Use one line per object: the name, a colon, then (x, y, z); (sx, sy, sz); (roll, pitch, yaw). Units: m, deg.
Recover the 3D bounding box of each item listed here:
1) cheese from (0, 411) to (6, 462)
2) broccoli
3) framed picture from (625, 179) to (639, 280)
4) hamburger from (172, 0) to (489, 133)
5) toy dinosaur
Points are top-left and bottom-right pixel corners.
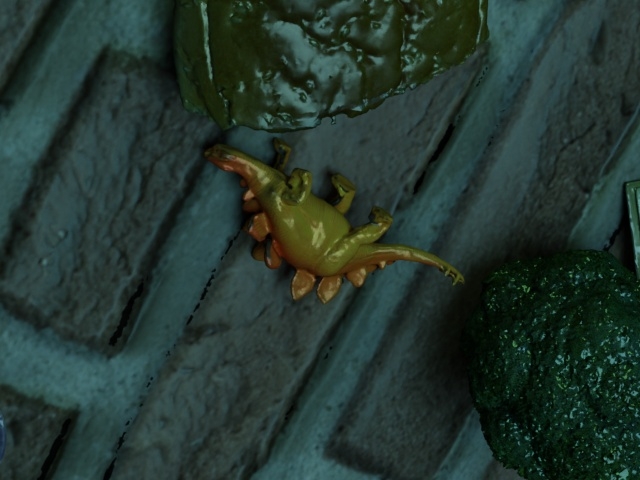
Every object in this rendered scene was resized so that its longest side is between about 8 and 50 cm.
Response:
cheese: (-0.334, 0.206, 1.431); (0.105, 0.042, 0.191); (6, 108, -26)
broccoli: (0.260, 0.138, 1.594); (0.270, 0.270, 0.270); (-22, 152, -17)
framed picture: (0.437, 0.069, 1.707); (0.232, 0.019, 0.296); (-10, 94, -22)
hamburger: (0.012, -0.227, 1.386); (0.308, 0.132, 0.211); (-19, 118, -17)
toy dinosaur: (0.000, 0.000, 1.502); (0.288, 0.070, 0.117); (32, 104, -27)
